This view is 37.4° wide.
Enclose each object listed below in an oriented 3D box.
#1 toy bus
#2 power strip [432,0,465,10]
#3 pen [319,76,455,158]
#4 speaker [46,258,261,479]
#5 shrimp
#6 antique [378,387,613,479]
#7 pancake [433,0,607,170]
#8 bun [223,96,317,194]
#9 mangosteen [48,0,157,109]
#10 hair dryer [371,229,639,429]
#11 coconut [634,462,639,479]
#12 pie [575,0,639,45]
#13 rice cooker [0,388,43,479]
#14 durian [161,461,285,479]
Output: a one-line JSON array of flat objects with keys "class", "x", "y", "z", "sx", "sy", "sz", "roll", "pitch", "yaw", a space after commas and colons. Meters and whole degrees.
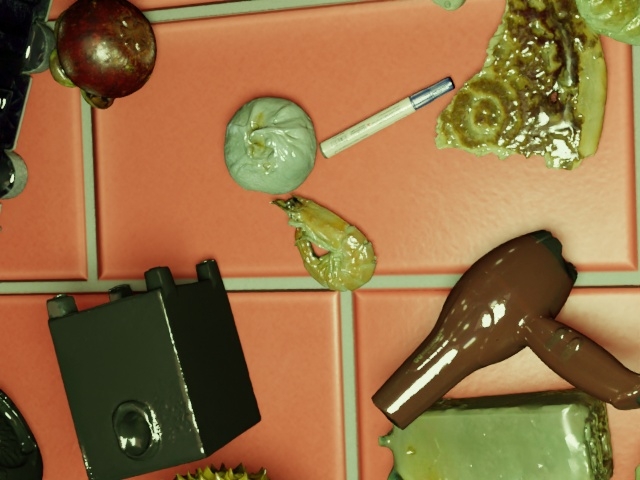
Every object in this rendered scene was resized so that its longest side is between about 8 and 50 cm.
[{"class": "toy bus", "x": -0.564, "y": -0.243, "z": 1.396, "sx": 0.249, "sy": 0.209, "sz": 0.440, "roll": 19, "pitch": 99, "yaw": 17}, {"class": "power strip", "x": 0.182, "y": -0.420, "z": 1.203, "sx": 0.118, "sy": 0.046, "sz": 0.270, "roll": 37, "pitch": 126, "yaw": 10}, {"class": "pen", "x": 0.090, "y": -0.169, "z": 1.297, "sx": 0.204, "sy": 0.025, "sz": 0.025, "roll": -27, "pitch": 84, "yaw": 15}, {"class": "speaker", "x": -0.225, "y": 0.172, "z": 1.294, "sx": 0.184, "sy": 0.232, "sz": 0.254, "roll": -17, "pitch": 88, "yaw": 15}, {"class": "shrimp", "x": 0.000, "y": 0.000, "z": 1.328, "sx": 0.180, "sy": 0.041, "sz": 0.099, "roll": 40, "pitch": 117, "yaw": 11}, {"class": "antique", "x": 0.220, "y": 0.267, "z": 1.225, "sx": 0.284, "sy": 0.150, "sz": 0.125, "roll": -9, "pitch": 87, "yaw": 25}, {"class": "pancake", "x": 0.254, "y": -0.202, "z": 1.241, "sx": 0.244, "sy": 0.057, "sz": 0.266, "roll": -24, "pitch": 81, "yaw": 22}, {"class": "bun", "x": -0.074, "y": -0.133, "z": 1.317, "sx": 0.141, "sy": 0.083, "sz": 0.141, "roll": 0, "pitch": 91, "yaw": 20}, {"class": "mangosteen", "x": -0.328, "y": -0.269, "z": 1.355, "sx": 0.181, "sy": 0.146, "sz": 0.156, "roll": -8, "pitch": 92, "yaw": 17}, {"class": "hair dryer", "x": 0.254, "y": 0.162, "z": 1.120, "sx": 0.312, "sy": 0.123, "sz": 0.340, "roll": -47, "pitch": 42, "yaw": -5}, {"class": "coconut", "x": 0.486, "y": 0.308, "z": 1.102, "sx": 0.204, "sy": 0.236, "sz": 0.236, "roll": 42, "pitch": 104, "yaw": -13}, {"class": "pie", "x": 0.424, "y": -0.333, "z": 1.132, "sx": 0.240, "sy": 0.054, "sz": 0.240, "roll": 3, "pitch": 120, "yaw": 5}, {"class": "rice cooker", "x": -0.556, "y": 0.331, "z": 1.392, "sx": 0.224, "sy": 0.267, "sz": 0.267, "roll": -38, "pitch": 81, "yaw": 13}, {"class": "durian", "x": -0.142, "y": 0.461, "z": 1.211, "sx": 0.347, "sy": 0.347, "sz": 0.384, "roll": 30, "pitch": 120, "yaw": 14}]
